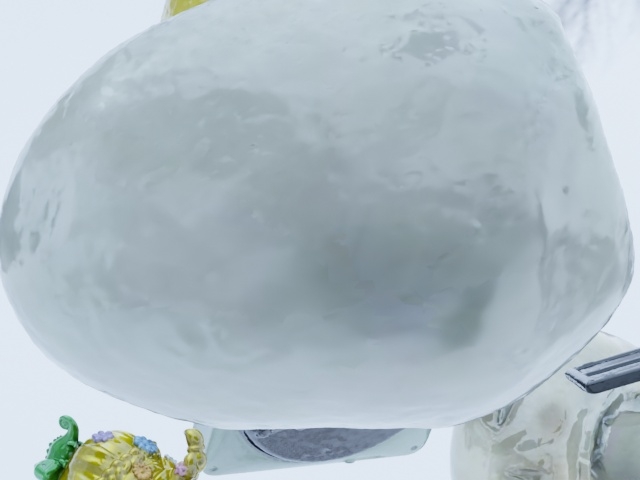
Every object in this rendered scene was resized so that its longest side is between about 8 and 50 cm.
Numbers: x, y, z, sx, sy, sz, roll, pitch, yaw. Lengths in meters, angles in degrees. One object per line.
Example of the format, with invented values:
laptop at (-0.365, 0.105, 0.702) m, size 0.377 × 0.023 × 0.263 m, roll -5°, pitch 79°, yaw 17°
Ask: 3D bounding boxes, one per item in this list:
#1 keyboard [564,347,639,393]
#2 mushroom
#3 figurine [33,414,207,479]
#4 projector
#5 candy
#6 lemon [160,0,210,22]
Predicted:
keyboard at (0.286, 0.088, 1.278) m, size 0.103 × 0.381 × 0.041 m, roll -128°, pitch 28°, yaw -87°
mushroom at (0.337, 0.247, 1.875) m, size 0.353 × 0.353 × 0.325 m, roll 37°, pitch -149°, yaw -5°
figurine at (-0.172, 0.199, 1.390) m, size 0.156 × 0.115 × 0.095 m, roll 25°, pitch -176°, yaw 19°
projector at (0.019, 0.131, 1.571) m, size 0.257 × 0.259 × 0.079 m, roll -3°, pitch -138°, yaw -24°
candy at (0.000, 0.000, 1.046) m, size 0.426 × 0.386 × 0.186 m, roll -6°, pitch -139°, yaw 0°
lemon at (-0.047, -0.210, 1.732) m, size 0.293 × 0.293 × 0.293 m, roll 33°, pitch -160°, yaw -14°
